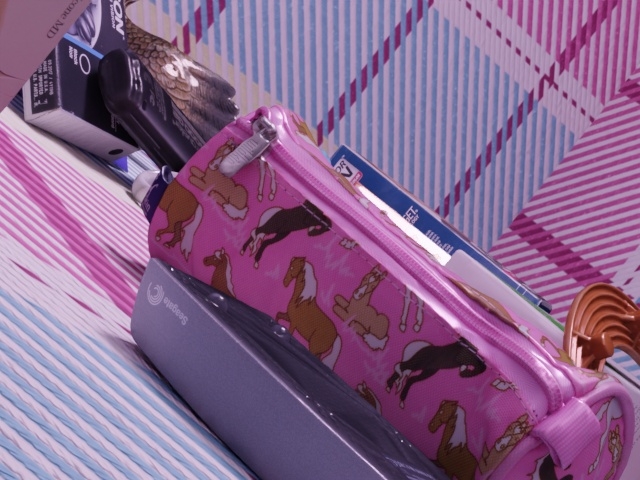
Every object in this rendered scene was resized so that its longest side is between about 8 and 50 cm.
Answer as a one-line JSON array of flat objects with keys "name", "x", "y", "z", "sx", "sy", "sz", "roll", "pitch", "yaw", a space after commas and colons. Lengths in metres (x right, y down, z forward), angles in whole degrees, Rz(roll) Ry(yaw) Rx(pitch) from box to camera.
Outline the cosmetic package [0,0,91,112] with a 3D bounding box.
[{"name": "cosmetic package", "x": -0.314, "y": -0.225, "z": 1.220, "sx": 0.113, "sy": 0.160, "sz": 0.309, "roll": 43, "pitch": 7, "yaw": 39}]

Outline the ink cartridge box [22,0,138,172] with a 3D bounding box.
[{"name": "ink cartridge box", "x": -0.216, "y": -0.186, "z": 1.607, "sx": 0.208, "sy": 0.045, "sz": 0.206, "roll": 31, "pitch": 51, "yaw": -68}]

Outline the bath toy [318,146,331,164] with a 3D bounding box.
[{"name": "bath toy", "x": 0.065, "y": 0.016, "z": 2.152, "sx": 0.348, "sy": 0.129, "sz": 0.151, "roll": 43, "pitch": 5, "yaw": 39}]

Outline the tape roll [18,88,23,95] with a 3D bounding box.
[{"name": "tape roll", "x": -0.324, "y": -0.222, "z": 1.670, "sx": 0.189, "sy": 0.080, "sz": 0.189, "roll": 38, "pitch": 5, "yaw": -4}]

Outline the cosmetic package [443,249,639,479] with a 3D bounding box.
[{"name": "cosmetic package", "x": 0.228, "y": 0.173, "z": 1.654, "sx": 0.197, "sy": 0.155, "sz": 0.365, "roll": 41, "pitch": 6, "yaw": 37}]

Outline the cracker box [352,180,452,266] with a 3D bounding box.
[{"name": "cracker box", "x": 0.095, "y": 0.057, "z": 1.940, "sx": 0.232, "sy": 0.067, "sz": 0.155, "roll": 38, "pitch": -27, "yaw": 8}]

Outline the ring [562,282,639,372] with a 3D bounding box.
[{"name": "ring", "x": 0.292, "y": 0.194, "z": 1.466, "sx": 0.336, "sy": 0.032, "sz": 0.336, "roll": 41, "pitch": 39, "yaw": -44}]

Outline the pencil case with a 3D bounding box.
[{"name": "pencil case", "x": 0.041, "y": 0.062, "z": 1.179, "sx": 0.386, "sy": 0.160, "sz": 0.167, "roll": 42, "pitch": 5, "yaw": 35}]

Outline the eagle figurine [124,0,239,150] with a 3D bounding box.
[{"name": "eagle figurine", "x": -0.221, "y": -0.248, "z": 1.828, "sx": 0.298, "sy": 0.225, "sz": 0.226, "roll": 32, "pitch": -11, "yaw": 38}]

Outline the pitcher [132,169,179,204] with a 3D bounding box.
[{"name": "pitcher", "x": -0.056, "y": -0.012, "z": 1.551, "sx": 0.178, "sy": 0.125, "sz": 0.207, "roll": -6, "pitch": 33, "yaw": -38}]

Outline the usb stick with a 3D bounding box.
[{"name": "usb stick", "x": -0.136, "y": -0.085, "z": 1.641, "sx": 0.278, "sy": 0.045, "sz": 0.077, "roll": 53, "pitch": 22, "yaw": -56}]

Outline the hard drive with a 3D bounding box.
[{"name": "hard drive", "x": 0.006, "y": 0.117, "z": 0.978, "sx": 0.255, "sy": 0.054, "sz": 0.172, "roll": 41, "pitch": 4, "yaw": 29}]

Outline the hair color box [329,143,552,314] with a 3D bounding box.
[{"name": "hair color box", "x": 0.147, "y": 0.019, "z": 2.359, "sx": 0.347, "sy": 0.105, "sz": 0.174, "roll": 39, "pitch": 3, "yaw": 13}]
